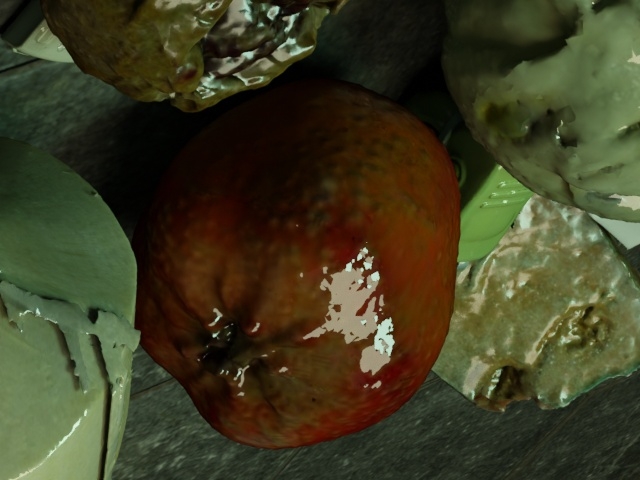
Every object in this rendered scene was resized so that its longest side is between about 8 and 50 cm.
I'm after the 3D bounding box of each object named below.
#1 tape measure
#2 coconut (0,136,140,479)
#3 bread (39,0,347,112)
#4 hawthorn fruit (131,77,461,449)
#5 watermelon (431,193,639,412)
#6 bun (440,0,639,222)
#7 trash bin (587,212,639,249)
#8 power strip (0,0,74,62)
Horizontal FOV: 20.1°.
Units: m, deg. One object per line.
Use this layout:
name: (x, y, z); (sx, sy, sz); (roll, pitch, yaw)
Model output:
tape measure: (0.124, -0.063, 1.592); (0.087, 0.154, 0.177); (-8, 146, -32)
coconut: (-0.267, 0.075, 1.257); (0.323, 0.323, 0.323); (-26, 153, -14)
bread: (-0.068, -0.177, 1.158); (0.230, 0.123, 0.230); (-27, 152, -16)
hawthorn fruit: (0.000, 0.000, 1.466); (0.330, 0.287, 0.287); (-51, 173, -45)
watermelon: (0.165, 0.034, 1.777); (0.264, 0.302, 0.151); (-36, -168, 12)
bun: (0.271, -0.159, 1.364); (0.365, 0.365, 0.219); (-44, -164, 21)
trash bin: (0.383, -0.160, 1.640); (0.367, 0.256, 0.296); (-32, 160, 14)
power strip: (-0.124, -0.206, 1.213); (0.253, 0.027, 0.060); (-45, 152, 24)
